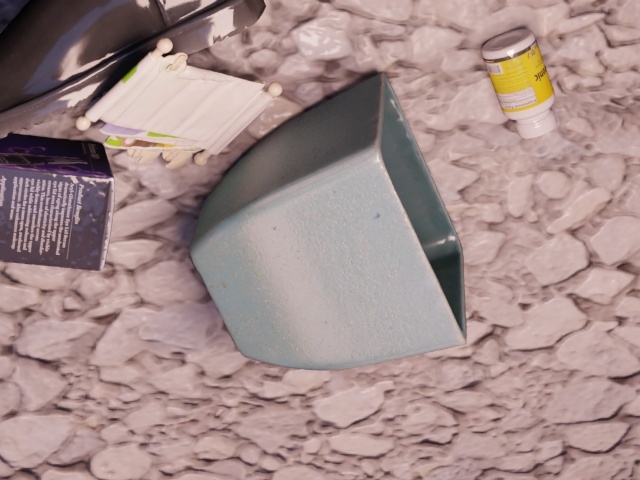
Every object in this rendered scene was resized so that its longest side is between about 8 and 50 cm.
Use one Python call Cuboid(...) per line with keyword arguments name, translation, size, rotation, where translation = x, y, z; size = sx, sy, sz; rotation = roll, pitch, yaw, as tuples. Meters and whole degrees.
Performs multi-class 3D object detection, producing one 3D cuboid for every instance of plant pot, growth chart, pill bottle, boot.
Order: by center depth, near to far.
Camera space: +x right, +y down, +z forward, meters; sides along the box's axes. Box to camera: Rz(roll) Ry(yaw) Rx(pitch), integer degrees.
Cuboid(name="boot", translation=(-0.307, -0.364, 1.725), size=(0.367, 0.146, 0.445), rotation=(-25, 111, 1))
Cuboid(name="growth chart", translation=(-0.151, -0.137, 1.803), size=(0.172, 0.021, 0.237), rotation=(-36, 155, 25))
Cuboid(name="plant pot", translation=(0.000, 0.000, 1.872), size=(0.252, 0.247, 0.248), rotation=(-20, 112, 13))
Cuboid(name="pill bottle", translation=(0.233, -0.179, 1.946), size=(0.065, 0.065, 0.116), rotation=(-24, 112, -4))

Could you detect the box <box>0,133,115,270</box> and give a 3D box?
Cuboid(name="box", translation=(-0.333, -0.048, 1.822), size=(0.207, 0.153, 0.108), rotation=(5, 106, -15))
